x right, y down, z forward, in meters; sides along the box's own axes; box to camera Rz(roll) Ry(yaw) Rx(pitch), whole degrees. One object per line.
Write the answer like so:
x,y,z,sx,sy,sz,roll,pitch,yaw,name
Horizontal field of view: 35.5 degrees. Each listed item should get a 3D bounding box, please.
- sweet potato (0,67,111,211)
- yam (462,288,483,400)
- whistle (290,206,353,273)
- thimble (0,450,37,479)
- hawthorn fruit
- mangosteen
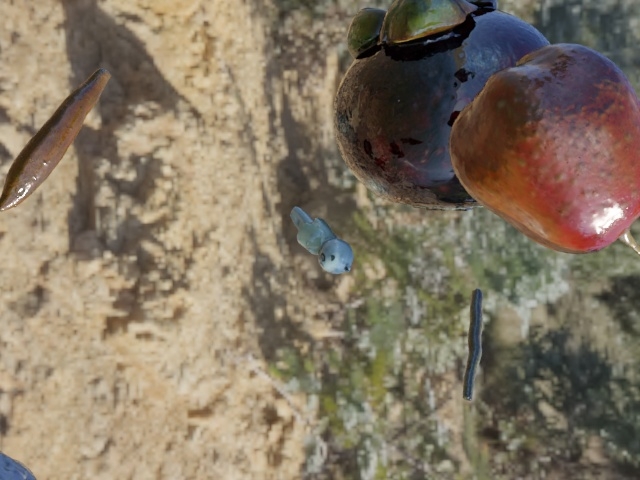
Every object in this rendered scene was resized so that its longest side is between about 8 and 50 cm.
-0.389,-0.148,1.460,0.264,0.057,0.057,-55,170,-12,sweet potato
0.260,0.175,1.692,0.029,0.027,0.234,81,17,-45,yam
0.000,0.000,0.988,0.100,0.035,0.035,47,-27,37,whistle
-0.372,0.311,0.938,0.217,0.245,0.157,49,7,-26,thimble
0.202,-0.050,0.785,0.203,0.162,0.162,52,-8,12,hawthorn fruit
0.165,-0.180,1.239,0.300,0.300,0.300,-2,90,-89,mangosteen
